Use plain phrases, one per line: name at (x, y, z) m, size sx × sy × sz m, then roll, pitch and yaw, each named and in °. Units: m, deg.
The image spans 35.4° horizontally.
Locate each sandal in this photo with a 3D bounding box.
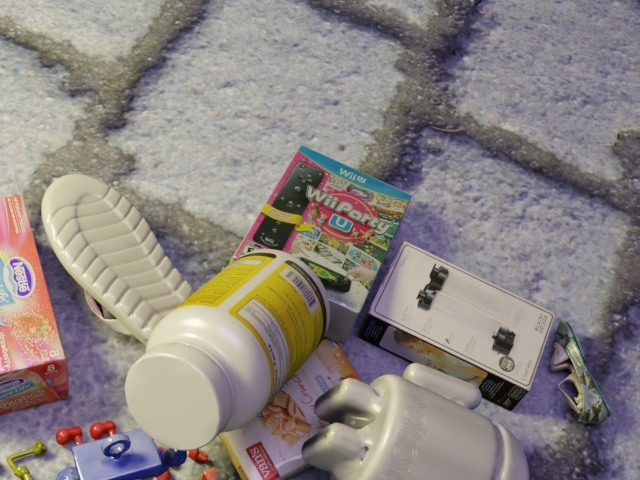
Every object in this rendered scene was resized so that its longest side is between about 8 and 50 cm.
sandal at (-0.305, 0.078, 1.587) m, size 0.416 × 0.102 × 0.169 m, roll 50°, pitch 42°, yaw 5°

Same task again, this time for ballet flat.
ballet flat at (0.424, 0.223, 1.692) m, size 0.070 × 0.070 × 0.188 m, roll -8°, pitch 56°, yaw -18°

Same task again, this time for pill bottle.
pill bottle at (-0.128, 0.152, 1.421) m, size 0.188 × 0.188 × 0.334 m, roll 33°, pitch 29°, yaw 9°

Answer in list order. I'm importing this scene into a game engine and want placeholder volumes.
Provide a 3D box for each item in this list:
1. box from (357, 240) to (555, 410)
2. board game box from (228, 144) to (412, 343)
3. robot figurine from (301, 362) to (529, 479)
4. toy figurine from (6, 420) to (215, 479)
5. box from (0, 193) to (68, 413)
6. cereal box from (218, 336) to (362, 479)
box at (0.228, 0.141, 1.682) m, size 0.290 × 0.087 × 0.169 m, roll 25°, pitch 55°, yaw 3°
board game box at (0.000, 0.000, 1.692) m, size 0.224 × 0.097 × 0.303 m, roll 24°, pitch 46°, yaw 3°
robot figurine at (0.153, 0.326, 1.453) m, size 0.353 × 0.200 × 0.300 m, roll 26°, pitch 60°, yaw -13°
toy figurine at (-0.315, 0.303, 1.366) m, size 0.362 × 0.217 × 0.191 m, roll -10°, pitch 60°, yaw -21°
box at (-0.487, 0.098, 1.509) m, size 0.154 × 0.142 × 0.300 m, roll -11°, pitch 61°, yaw -20°
cereal box at (-0.041, 0.269, 1.558) m, size 0.240 × 0.047 × 0.173 m, roll -22°, pitch 64°, yaw -25°
